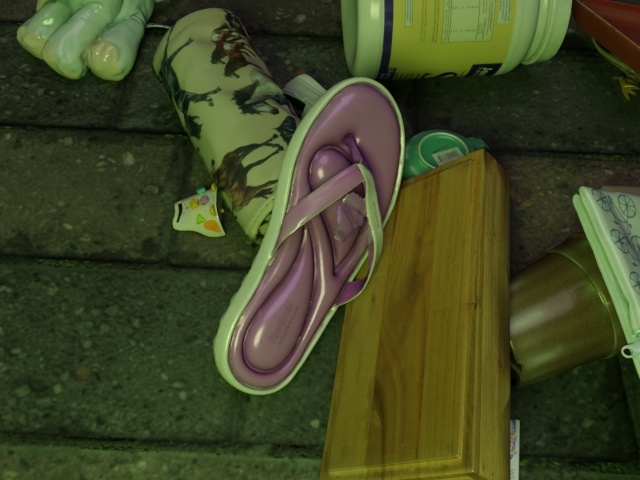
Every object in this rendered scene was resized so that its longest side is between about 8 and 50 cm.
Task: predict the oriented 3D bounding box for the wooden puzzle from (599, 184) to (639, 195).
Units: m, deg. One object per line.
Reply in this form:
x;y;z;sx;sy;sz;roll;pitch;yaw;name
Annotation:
0.519;0.020;0.977;0.221;0.044;0.238;1;63;2;wooden puzzle

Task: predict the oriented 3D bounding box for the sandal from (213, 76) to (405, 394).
0.012;0.005;0.852;0.169;0.102;0.416;23;90;-32;sandal

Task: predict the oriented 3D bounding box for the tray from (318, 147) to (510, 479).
0.121;0.093;0.843;0.203;0.076;0.410;-22;45;38;tray

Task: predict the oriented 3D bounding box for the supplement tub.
0.210;-0.388;1.142;0.331;0.241;0.241;-4;56;-5;supplement tub

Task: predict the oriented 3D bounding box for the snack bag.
0.441;0.104;0.809;0.323;0.037;0.342;5;63;-38;snack bag

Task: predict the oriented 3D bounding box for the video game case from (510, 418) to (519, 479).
0.180;0.250;0.848;0.122;0.011;0.087;9;56;4;video game case

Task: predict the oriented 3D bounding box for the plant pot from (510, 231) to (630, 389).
0.286;0.097;0.873;0.165;0.167;0.167;-23;60;-9;plant pot

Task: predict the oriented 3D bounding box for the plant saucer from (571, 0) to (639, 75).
0.572;-0.326;1.170;0.259;0.047;0.258;2;40;-23;plant saucer

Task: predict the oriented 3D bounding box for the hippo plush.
-0.371;-0.419;1.141;0.294;0.236;0.234;-9;57;-8;hippo plush

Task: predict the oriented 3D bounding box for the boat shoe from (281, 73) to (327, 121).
-0.003;-0.205;1.109;0.063;0.066;0.184;-36;57;-12;boat shoe

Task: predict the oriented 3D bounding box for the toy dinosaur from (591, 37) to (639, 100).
0.545;-0.294;1.211;0.212;0.064;0.112;27;39;10;toy dinosaur

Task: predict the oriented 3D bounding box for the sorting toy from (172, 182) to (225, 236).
-0.180;-0.045;1.022;0.075;0.045;0.083;-13;55;12;sorting toy

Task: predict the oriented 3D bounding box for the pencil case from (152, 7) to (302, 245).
-0.105;-0.177;1.036;0.184;0.160;0.410;-15;57;-29;pencil case

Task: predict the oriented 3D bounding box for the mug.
0.179;-0.111;1.038;0.130;0.097;0.157;19;58;10;mug
